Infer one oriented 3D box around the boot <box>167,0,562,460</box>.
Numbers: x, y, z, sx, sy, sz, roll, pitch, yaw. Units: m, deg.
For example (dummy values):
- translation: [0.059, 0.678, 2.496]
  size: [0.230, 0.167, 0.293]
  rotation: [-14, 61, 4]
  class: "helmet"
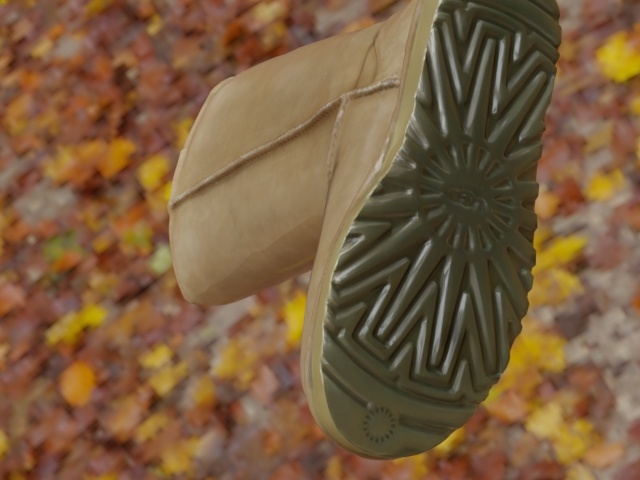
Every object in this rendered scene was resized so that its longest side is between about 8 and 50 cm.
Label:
- translation: [0.000, 0.000, 0.911]
  size: [0.269, 0.089, 0.236]
  rotation: [-19, 46, 60]
  class: "boot"
